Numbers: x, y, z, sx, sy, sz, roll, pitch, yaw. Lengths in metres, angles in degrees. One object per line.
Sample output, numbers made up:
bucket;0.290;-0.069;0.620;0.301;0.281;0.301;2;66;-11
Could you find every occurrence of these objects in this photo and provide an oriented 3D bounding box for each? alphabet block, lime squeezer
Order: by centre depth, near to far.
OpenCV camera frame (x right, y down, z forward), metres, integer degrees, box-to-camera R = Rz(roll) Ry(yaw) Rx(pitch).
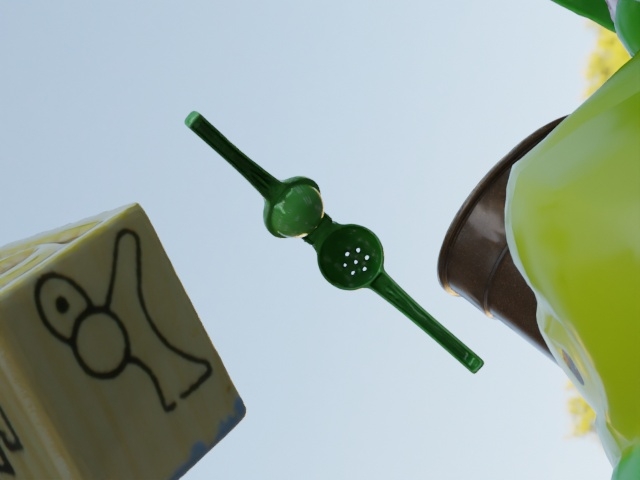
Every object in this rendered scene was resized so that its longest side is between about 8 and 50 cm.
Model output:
alphabet block;-0.210;0.109;1.101;0.192;0.193;0.197;-39;-72;-49
lime squeezer;0.000;0.000;1.147;0.059;0.310;0.110;-44;16;15

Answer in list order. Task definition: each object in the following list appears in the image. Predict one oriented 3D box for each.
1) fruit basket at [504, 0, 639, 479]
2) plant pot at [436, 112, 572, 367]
fruit basket;0.141;-0.073;0.509;0.392;0.283;0.392;-57;-12;-19
plant pot;0.197;0.025;0.981;0.167;0.165;0.167;-33;-30;-22
